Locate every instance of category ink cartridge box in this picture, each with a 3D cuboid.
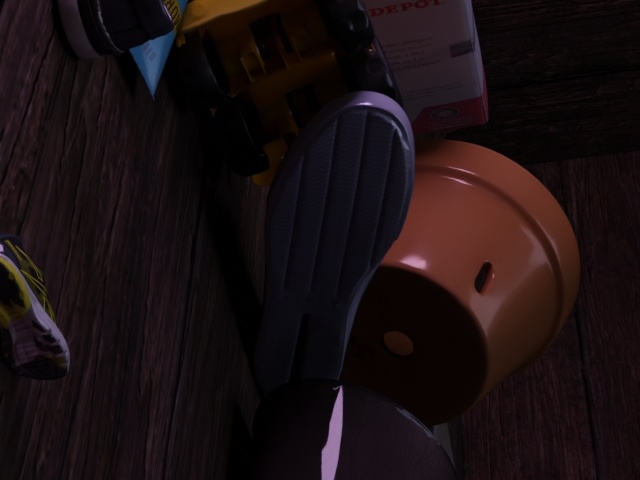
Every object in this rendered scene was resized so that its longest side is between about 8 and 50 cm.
[{"bbox_3d":[0.068,-0.233,1.334,0.283,0.207,0.117,65,20,-60],"label":"ink cartridge box"}]

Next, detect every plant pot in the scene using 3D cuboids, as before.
[{"bbox_3d":[0.116,0.064,1.294,0.203,0.291,0.291,-51,136,-53],"label":"plant pot"}]

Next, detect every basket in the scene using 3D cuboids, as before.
[{"bbox_3d":[0.010,0.251,0.900,0.204,0.154,0.227,51,30,-24],"label":"basket"}]

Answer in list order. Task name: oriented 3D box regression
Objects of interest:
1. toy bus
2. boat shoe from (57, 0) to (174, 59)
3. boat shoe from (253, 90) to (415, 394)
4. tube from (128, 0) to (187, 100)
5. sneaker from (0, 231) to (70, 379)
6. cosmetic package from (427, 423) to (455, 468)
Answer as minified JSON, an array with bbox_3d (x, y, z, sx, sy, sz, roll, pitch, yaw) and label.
[{"bbox_3d":[-0.039,-0.185,0.967,0.220,0.149,0.211,60,12,-59],"label":"toy bus"},{"bbox_3d":[-0.118,-0.206,0.724,0.075,0.065,0.206,57,28,-67],"label":"boat shoe"},{"bbox_3d":[0.000,0.000,0.984,0.094,0.109,0.302,-87,-168,-54],"label":"boat shoe"},{"bbox_3d":[-0.109,-0.196,0.833,0.080,0.052,0.207,60,30,-42],"label":"tube"},{"bbox_3d":[-0.137,0.031,0.566,0.035,0.031,0.083,-85,164,-50],"label":"sneaker"},{"bbox_3d":[0.112,0.328,1.481,0.160,0.113,0.309,-80,159,-58],"label":"cosmetic package"}]
